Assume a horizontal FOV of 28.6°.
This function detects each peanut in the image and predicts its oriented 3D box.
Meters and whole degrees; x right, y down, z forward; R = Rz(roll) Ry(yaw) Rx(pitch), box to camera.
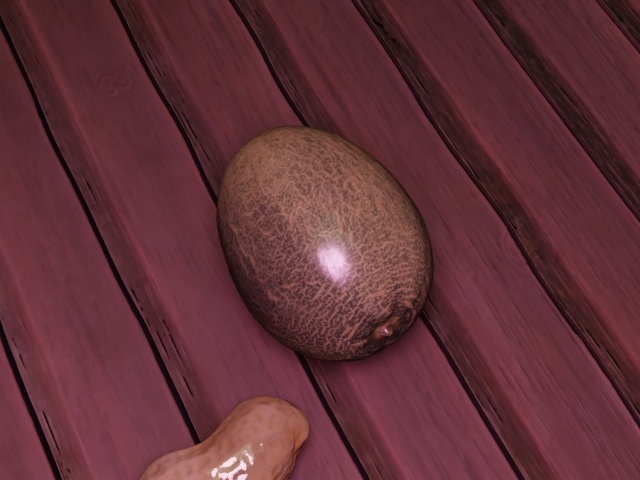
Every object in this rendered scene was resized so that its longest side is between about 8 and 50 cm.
[{"bbox_3d":[-0.128,0.281,1.470,0.274,0.111,0.125,-36,49,-23],"label":"peanut"}]

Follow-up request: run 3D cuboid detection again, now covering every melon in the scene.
[{"bbox_3d":[0.000,0.000,1.553,0.248,0.248,0.329,-24,55,-13],"label":"melon"}]
